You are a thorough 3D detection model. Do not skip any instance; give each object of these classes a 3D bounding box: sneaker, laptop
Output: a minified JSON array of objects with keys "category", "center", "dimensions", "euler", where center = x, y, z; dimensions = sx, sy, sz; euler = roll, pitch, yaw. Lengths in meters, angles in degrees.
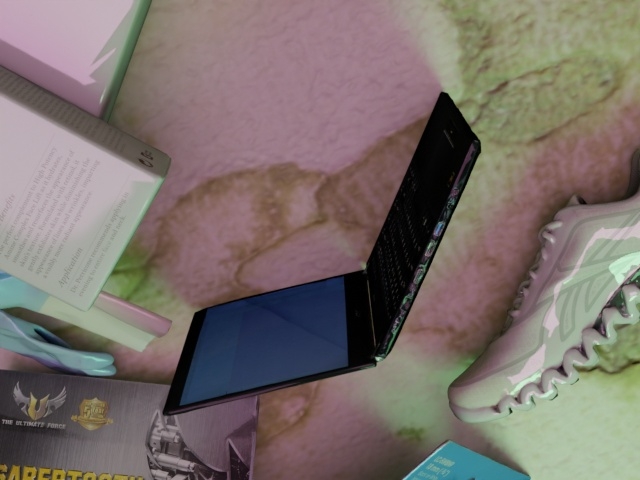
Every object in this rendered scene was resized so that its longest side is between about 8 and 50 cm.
[{"category":"sneaker","center":[0.212,0.038,1.037],"dimensions":[0.292,0.110,0.118],"euler":[-40,93,1]},{"category":"laptop","center":[0.000,0.000,0.953],"dimensions":[0.136,0.234,0.264],"euler":[21,104,-6]}]

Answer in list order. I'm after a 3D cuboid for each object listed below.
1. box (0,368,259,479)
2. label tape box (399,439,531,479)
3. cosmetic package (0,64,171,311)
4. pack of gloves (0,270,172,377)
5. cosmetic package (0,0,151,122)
[{"category":"box","center":[-0.173,0.212,1.047],"dimensions":[0.231,0.056,0.183],"euler":[6,64,-1]},{"category":"label tape box","center":[0.040,0.321,1.031],"dimensions":[0.333,0.240,0.106],"euler":[-38,62,10]},{"category":"cosmetic package","center":[-0.234,-0.058,0.861],"dimensions":[0.231,0.085,0.117],"euler":[30,102,-10]},{"category":"pack of gloves","center":[-0.259,0.065,0.992],"dimensions":[0.232,0.195,0.046],"euler":[25,60,-15]},{"category":"cosmetic package","center":[-0.230,-0.192,0.945],"dimensions":[0.196,0.155,0.366],"euler":[19,103,-8]}]
